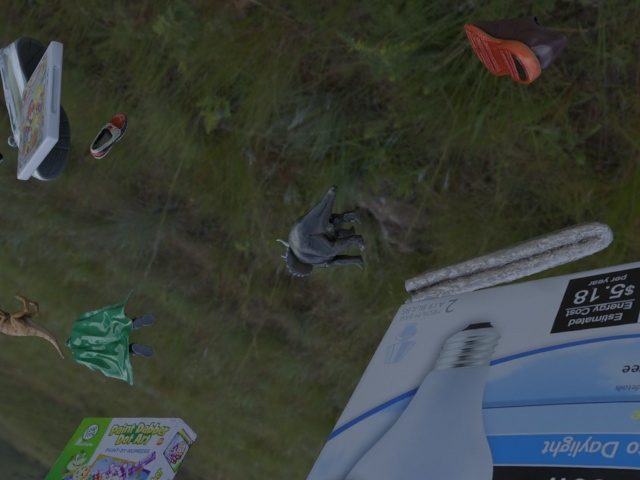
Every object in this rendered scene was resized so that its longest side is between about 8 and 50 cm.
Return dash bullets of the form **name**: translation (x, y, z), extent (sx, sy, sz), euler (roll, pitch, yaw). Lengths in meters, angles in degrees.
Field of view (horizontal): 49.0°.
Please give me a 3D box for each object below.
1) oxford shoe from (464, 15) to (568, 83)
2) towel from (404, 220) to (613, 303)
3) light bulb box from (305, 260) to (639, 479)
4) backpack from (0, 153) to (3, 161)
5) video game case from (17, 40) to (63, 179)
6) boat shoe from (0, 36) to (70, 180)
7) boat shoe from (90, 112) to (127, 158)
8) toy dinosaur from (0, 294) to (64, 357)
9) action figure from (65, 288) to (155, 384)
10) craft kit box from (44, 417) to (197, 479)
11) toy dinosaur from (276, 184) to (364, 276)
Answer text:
- **oxford shoe**: translation (0.351, -0.361, 1.284), extent (0.098, 0.271, 0.097), euler (-35, 122, 3)
- **towel**: translation (0.259, 0.033, 0.983), extent (0.282, 0.049, 0.187), euler (-19, 177, 16)
- **light bulb box**: translation (0.179, 0.225, 0.530), extent (0.357, 0.361, 0.225), euler (-17, 118, 44)
- **backpack**: translation (-0.704, -0.108, 1.203), extent (0.225, 0.253, 0.191), euler (-8, 110, 18)
- **video game case**: translation (-0.563, -0.254, 1.405), extent (0.026, 0.207, 0.227), euler (8, 160, -34)
- **boat shoe**: translation (-0.655, -0.291, 1.589), extent (0.103, 0.321, 0.118), euler (-10, -176, 31)
- **boat shoe**: translation (-0.534, -0.270, 1.774), extent (0.049, 0.137, 0.043), euler (28, 161, 8)
- **toy dinosaur**: translation (-0.645, 0.184, 1.532), extent (0.211, 0.112, 0.064), euler (13, 161, -8)
- **action figure**: translation (-0.339, 0.154, 1.099), extent (0.063, 0.137, 0.232), euler (11, 165, -42)
- **craft kit box**: translation (-0.348, 0.397, 1.111), extent (0.249, 0.247, 0.061), euler (-10, 125, 34)
- **toy dinosaur**: translation (0.000, 0.000, 1.374), extent (0.160, 0.121, 0.313), euler (-10, 163, -5)
